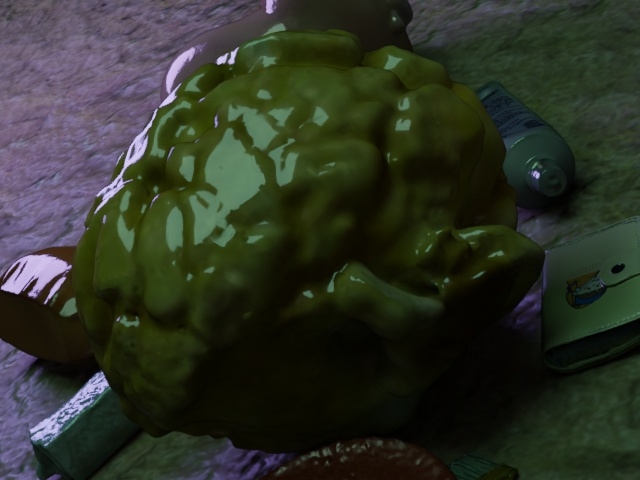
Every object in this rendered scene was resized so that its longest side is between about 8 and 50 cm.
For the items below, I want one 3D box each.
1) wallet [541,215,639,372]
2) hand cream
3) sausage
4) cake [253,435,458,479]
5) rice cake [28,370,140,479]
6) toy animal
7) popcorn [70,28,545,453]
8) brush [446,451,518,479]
[{"bbox_3d":[0.246,0.046,1.492,0.110,0.039,0.155,-23,28,22],"label":"wallet"},{"bbox_3d":[0.185,-0.101,1.784,0.124,0.077,0.340,-33,20,-2],"label":"hand cream"},{"bbox_3d":[-0.277,0.069,1.881,0.136,0.120,0.241,-32,23,-35],"label":"sausage"},{"bbox_3d":[0.048,0.269,1.198,0.177,0.151,0.283,-19,33,1],"label":"cake"},{"bbox_3d":[-0.206,0.162,1.714,0.206,0.069,0.063,-39,29,-19],"label":"rice cake"},{"bbox_3d":[-0.037,-0.218,2.046,0.326,0.237,0.269,-18,41,28],"label":"toy animal"},{"bbox_3d":[-0.020,0.002,1.485,0.390,0.354,0.344,-3,-13,-6],"label":"popcorn"},{"bbox_3d":[0.156,0.211,1.323,0.082,0.010,0.218,-28,25,-29],"label":"brush"}]
